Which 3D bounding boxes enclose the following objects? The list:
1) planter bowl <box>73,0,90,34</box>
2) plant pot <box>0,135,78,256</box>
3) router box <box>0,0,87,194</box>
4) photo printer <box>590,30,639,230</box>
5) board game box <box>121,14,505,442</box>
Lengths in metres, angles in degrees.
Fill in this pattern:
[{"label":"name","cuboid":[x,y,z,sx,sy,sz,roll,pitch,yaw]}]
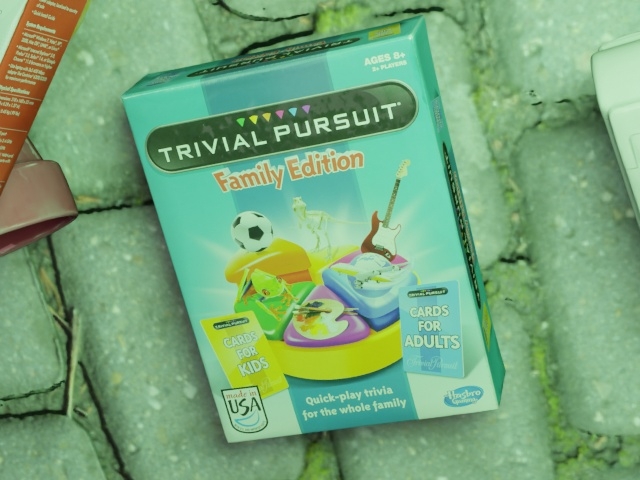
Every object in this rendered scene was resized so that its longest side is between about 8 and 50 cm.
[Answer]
[{"label":"planter bowl","cuboid":[-0.248,-0.259,1.065,0.217,0.090,0.217,12,117,23]},{"label":"plant pot","cuboid":[-0.333,-0.066,1.129,0.201,0.201,0.180,-23,89,20]},{"label":"router box","cuboid":[-0.366,-0.172,0.993,0.335,0.082,0.301,27,98,15]},{"label":"photo printer","cuboid":[0.381,-0.074,0.971,0.308,0.107,0.256,-15,129,17]},{"label":"board game box","cuboid":[0.000,0.000,1.133,0.254,0.079,0.336,-10,109,16]}]
